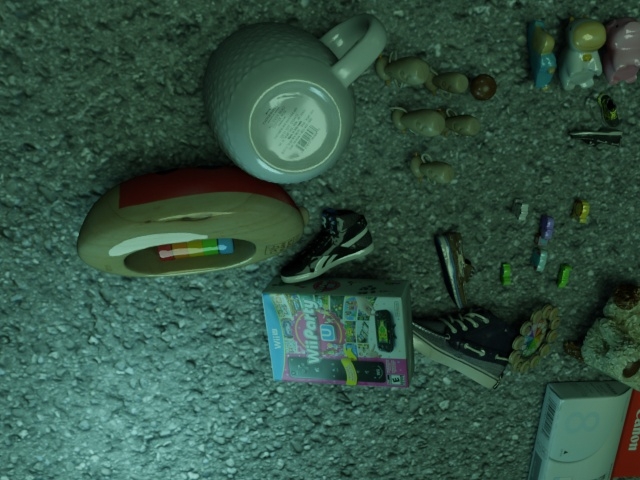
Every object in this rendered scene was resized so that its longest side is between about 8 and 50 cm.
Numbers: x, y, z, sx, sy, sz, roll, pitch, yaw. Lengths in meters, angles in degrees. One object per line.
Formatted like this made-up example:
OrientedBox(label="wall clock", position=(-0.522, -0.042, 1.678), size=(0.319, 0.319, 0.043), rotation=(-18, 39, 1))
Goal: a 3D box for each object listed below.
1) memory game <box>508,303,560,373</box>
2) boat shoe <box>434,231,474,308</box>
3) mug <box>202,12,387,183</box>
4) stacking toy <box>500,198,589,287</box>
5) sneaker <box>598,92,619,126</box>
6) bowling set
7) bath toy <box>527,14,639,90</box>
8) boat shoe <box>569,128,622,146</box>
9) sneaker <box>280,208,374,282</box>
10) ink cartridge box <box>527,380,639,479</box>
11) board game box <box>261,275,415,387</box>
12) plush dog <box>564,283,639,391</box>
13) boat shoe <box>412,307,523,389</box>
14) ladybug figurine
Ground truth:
OrientedBox(label="memory game", position=(0.507, 0.233, 1.912), size=(0.186, 0.012, 0.186), rotation=(-24, 129, -33))
OrientedBox(label="boat shoe", position=(0.312, 0.067, 1.832), size=(0.066, 0.066, 0.183), rotation=(-19, 113, -5))
OrientedBox(label="mug", position=(-0.035, -0.276, 1.488), size=(0.374, 0.328, 0.276), rotation=(-41, 113, 6))
OrientedBox(label="stacking toy", position=(0.510, 0.009, 1.855), size=(0.167, 0.052, 0.221), rotation=(2, 111, -12))
OrientedBox(label="sneaker", position=(0.632, -0.281, 1.775), size=(0.031, 0.035, 0.083), rotation=(-33, 113, 4))
OrientedBox(label="bowling set", position=(0.250, -0.271, 1.667), size=(0.200, 0.154, 0.287), rotation=(-24, 113, -21))
OrientedBox(label="bath toy", position=(0.607, -0.403, 1.682), size=(0.348, 0.129, 0.151), rotation=(-4, 156, -7))
OrientedBox(label="boat shoe", position=(0.606, -0.224, 1.789), size=(0.125, 0.046, 0.038), rotation=(-3, 107, -18))
OrientedBox(label="sneaker", position=(0.000, 0.000, 1.745), size=(0.217, 0.079, 0.121), rotation=(-23, 110, -11))
OrientedBox(label="ink cartridge box", position=(0.743, 0.511, 2.075), size=(0.385, 0.091, 0.308), rotation=(1, 111, -10))
OrientedBox(label="board game box", position=(0.042, 0.196, 1.751), size=(0.303, 0.097, 0.224), rotation=(1, 113, 17))
OrientedBox(label="plush dog", position=(0.719, 0.212, 1.930), size=(0.262, 0.211, 0.225), rotation=(28, 90, -48))
OrientedBox(label="boat shoe", position=(0.311, 0.205, 1.867), size=(0.341, 0.127, 0.158), rotation=(29, 96, -27))
OrientedBox(label="ladybug figurine", position=(-0.248, -0.042, 1.591), size=(0.450, 0.305, 0.161), rotation=(-5, 71, -9))
